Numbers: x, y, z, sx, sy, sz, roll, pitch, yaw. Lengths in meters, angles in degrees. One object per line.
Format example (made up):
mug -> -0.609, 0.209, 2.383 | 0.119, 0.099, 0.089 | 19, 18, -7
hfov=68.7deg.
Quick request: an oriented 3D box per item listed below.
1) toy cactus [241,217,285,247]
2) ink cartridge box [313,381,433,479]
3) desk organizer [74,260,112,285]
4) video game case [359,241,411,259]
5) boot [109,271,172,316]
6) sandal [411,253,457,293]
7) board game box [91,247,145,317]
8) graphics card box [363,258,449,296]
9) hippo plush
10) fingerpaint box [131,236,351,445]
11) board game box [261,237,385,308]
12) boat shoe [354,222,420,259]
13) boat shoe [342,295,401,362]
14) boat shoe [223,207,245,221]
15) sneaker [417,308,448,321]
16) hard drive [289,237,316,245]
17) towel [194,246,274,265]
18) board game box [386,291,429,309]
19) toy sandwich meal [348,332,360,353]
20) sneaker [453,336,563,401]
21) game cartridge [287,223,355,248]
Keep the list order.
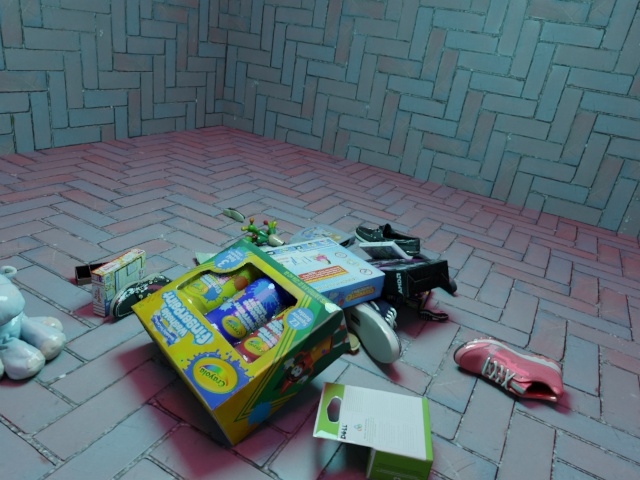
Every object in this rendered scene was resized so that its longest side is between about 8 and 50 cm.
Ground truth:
toy cactus -> -0.233, -0.029, 2.021 | 0.181, 0.112, 0.219 | 27, 19, 15
ink cartridge box -> 0.117, 0.438, 1.078 | 0.256, 0.096, 0.188 | 9, 24, 5
desk organizer -> -0.748, 0.108, 1.570 | 0.130, 0.050, 0.047 | -9, 29, -35
video game case -> 0.266, 0.066, 1.801 | 0.190, 0.022, 0.173 | 40, -26, -31
boot -> -0.505, 0.184, 1.445 | 0.179, 0.085, 0.236 | 18, 25, 15
sandal -> 0.445, 0.132, 1.895 | 0.055, 0.097, 0.254 | -29, 36, -14
board game box -> -0.621, 0.127, 1.456 | 0.045, 0.146, 0.193 | 15, 24, 13
graphics card box -> 0.233, 0.123, 1.652 | 0.233, 0.094, 0.371 | -9, 5, -39
hippo plush -> -0.776, 0.180, 1.168 | 0.235, 0.236, 0.294 | -14, 32, -41
fingerpaint box -> -0.212, 0.221, 1.211 | 0.371, 0.163, 0.445 | -34, 43, -24
board game box -> -0.008, 0.107, 1.514 | 0.308, 0.086, 0.302 | -11, 31, -36
boat shoe -> 0.309, -0.020, 2.151 | 0.340, 0.112, 0.127 | 28, 30, 36
boat shoe -> 0.193, 0.254, 1.463 | 0.158, 0.127, 0.340 | -5, 23, -23
boat shoe -> -0.403, -0.126, 2.220 | 0.133, 0.048, 0.042 | 20, 34, 35
sneaker -> 0.393, 0.261, 1.652 | 0.109, 0.040, 0.044 | 12, 7, -2
hard drive -> -0.063, 0.036, 1.928 | 0.135, 0.022, 0.094 | 5, 55, 17
towel -> -0.291, 0.097, 1.775 | 0.325, 0.038, 0.248 | -3, 27, -25
board game box -> 0.339, 0.190, 1.770 | 0.141, 0.048, 0.170 | 15, 24, 19
toy sandwich meal -> 0.080, 0.313, 1.431 | 0.086, 0.029, 0.085 | 3, 23, -1
sneaker -> 0.544, 0.374, 1.346 | 0.314, 0.115, 0.136 | 13, 25, 9
game cartridge -> 0.000, 0.000, 2.077 | 0.198, 0.062, 0.297 | 26, 29, 25
